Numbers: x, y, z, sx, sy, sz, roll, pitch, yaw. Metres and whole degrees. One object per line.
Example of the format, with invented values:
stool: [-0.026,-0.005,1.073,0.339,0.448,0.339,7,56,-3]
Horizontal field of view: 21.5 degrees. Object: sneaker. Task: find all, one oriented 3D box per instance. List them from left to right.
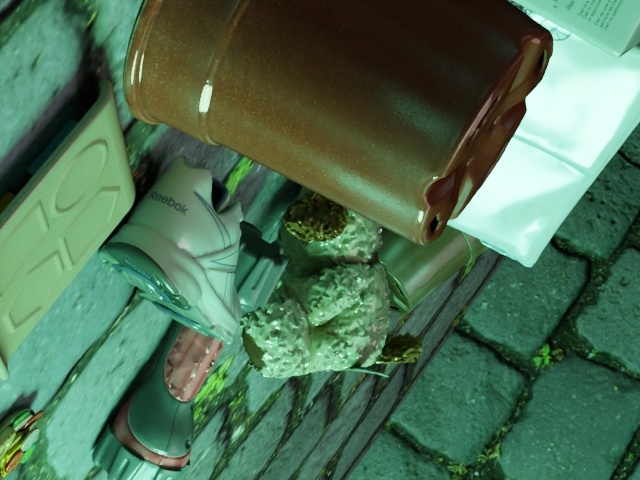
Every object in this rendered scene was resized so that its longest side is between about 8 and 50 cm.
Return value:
sneaker: [-0.114,0.014,1.604,0.129,0.111,0.297,-61,169,-10]

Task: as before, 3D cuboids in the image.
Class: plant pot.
plant pot: [0.028,-0.147,1.368,0.272,0.265,0.272,-54,167,-19]
plant pot: [0.136,0.009,2.434,0.165,0.167,0.167,-45,164,-20]

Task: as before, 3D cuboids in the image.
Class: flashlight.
flashlight: [-0.136,0.132,1.808,0.304,0.103,0.103,-59,165,15]

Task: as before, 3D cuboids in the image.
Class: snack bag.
snack bag: [0.159,-0.135,1.783,0.037,0.323,0.342,-76,-166,-46]

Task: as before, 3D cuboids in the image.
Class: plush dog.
plush dog: [0.015,0.029,1.943,0.262,0.210,0.225,-79,170,-82]

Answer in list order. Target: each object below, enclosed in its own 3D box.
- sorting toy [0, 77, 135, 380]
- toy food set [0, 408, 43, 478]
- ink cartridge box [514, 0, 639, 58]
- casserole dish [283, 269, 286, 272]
sorting toy: [-0.217,-0.009,1.320,0.208,0.038,0.193,-58,168,-20]
toy food set: [-0.287,0.189,1.553,0.082,0.020,0.083,-45,162,-44]
ink cartridge box: [0.213,-0.335,1.571,0.211,0.289,0.121,-62,170,20]
casserole dish: [0.000,0.000,2.148,0.188,0.037,0.114,-60,168,14]
